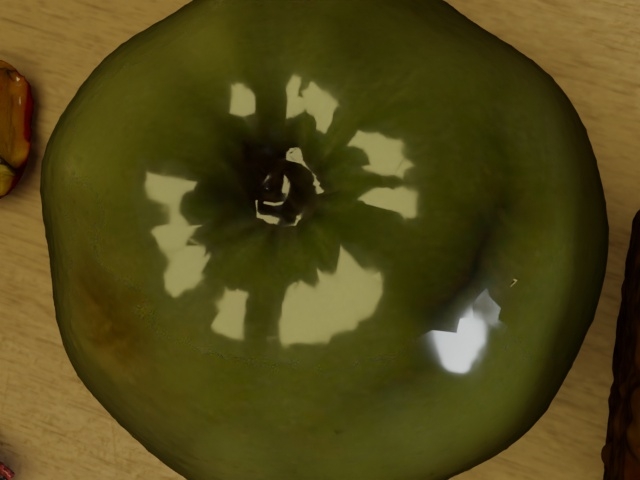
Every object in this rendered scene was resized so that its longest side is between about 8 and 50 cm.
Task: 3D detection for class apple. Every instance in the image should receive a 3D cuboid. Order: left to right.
[{"bbox_3d":[0.000,0.000,0.925,0.474,0.473,0.473,0,88,11],"label":"apple"}]

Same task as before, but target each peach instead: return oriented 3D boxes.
[{"bbox_3d":[-0.358,-0.116,1.147,0.151,0.118,0.151,1,126,1],"label":"peach"}]

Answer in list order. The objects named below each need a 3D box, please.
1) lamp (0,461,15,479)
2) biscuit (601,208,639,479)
[{"bbox_3d":[-0.433,0.200,1.155,0.253,0.118,0.118,36,95,9],"label":"lamp"},{"bbox_3d":[0.308,0.145,0.899,0.166,0.342,0.395,7,87,14],"label":"biscuit"}]
